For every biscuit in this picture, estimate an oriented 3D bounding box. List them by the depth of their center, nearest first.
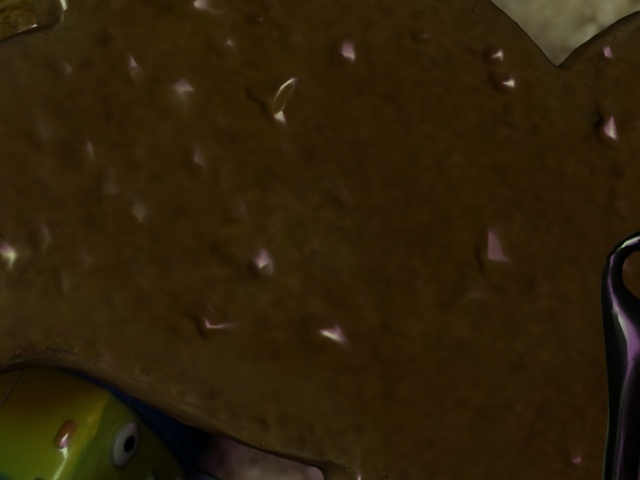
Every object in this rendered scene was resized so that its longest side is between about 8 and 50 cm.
[{"bbox_3d":[0.000,0.000,0.818,0.394,0.076,0.368,29,75,-9],"label":"biscuit"}]

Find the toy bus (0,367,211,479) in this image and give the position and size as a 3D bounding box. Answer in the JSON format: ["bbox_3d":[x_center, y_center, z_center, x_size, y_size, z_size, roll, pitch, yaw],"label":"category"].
[{"bbox_3d":[-0.189,0.049,0.920,0.288,0.138,0.175,21,71,22],"label":"toy bus"}]

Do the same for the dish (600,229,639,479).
[{"bbox_3d":[0.251,0.097,0.760,0.303,0.120,0.303,0,92,7],"label":"dish"}]

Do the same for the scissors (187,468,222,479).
[{"bbox_3d":[-0.192,0.131,0.986,0.360,0.029,0.191,38,90,24],"label":"scissors"}]

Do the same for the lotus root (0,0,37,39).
[{"bbox_3d":[-0.114,-0.058,0.961,0.191,0.094,0.108,35,117,14],"label":"lotus root"}]
